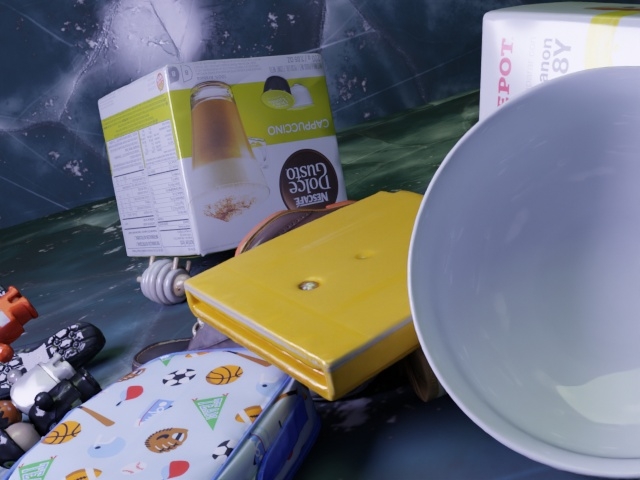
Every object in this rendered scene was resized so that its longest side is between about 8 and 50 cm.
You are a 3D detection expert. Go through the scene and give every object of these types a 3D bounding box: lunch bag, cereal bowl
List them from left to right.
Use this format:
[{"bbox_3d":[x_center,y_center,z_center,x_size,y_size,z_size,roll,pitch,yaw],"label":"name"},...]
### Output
[{"bbox_3d":[-0.137,0.213,0.768,0.243,0.114,0.303,-4,20,22],"label":"lunch bag"},{"bbox_3d":[0.254,0.031,0.692,0.339,0.338,0.141,-10,-18,23],"label":"cereal bowl"}]

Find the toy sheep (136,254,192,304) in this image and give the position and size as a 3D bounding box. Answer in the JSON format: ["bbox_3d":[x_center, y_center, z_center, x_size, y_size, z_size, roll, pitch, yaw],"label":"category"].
[{"bbox_3d":[-0.282,0.073,1.449,0.132,0.091,0.091,3,24,37],"label":"toy sheep"}]

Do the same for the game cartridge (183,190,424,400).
[{"bbox_3d":[0.053,0.037,0.888,0.324,0.052,0.285,-24,26,-29],"label":"game cartridge"}]

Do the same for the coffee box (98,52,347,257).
[{"bbox_3d":[-0.192,-0.156,1.557,0.338,0.334,0.338,-13,6,-34],"label":"coffee box"}]

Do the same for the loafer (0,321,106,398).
[{"bbox_3d":[-0.442,0.196,1.245,0.223,0.076,0.078,-24,-20,-2],"label":"loafer"}]

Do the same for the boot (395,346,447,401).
[{"bbox_3d":[0.179,0.088,0.904,0.204,0.095,0.262,-14,10,-3],"label":"boot"}]

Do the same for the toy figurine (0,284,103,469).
[{"bbox_3d":[-0.408,0.171,1.027,0.148,0.213,0.210,-43,22,-23],"label":"toy figurine"}]

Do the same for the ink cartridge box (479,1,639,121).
[{"bbox_3d":[0.356,-0.097,0.835,0.161,0.279,0.385,-16,24,-35],"label":"ink cartridge box"}]

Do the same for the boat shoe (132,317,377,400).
[{"bbox_3d":[-0.088,0.121,0.997,0.356,0.130,0.132,-9,17,25],"label":"boat shoe"}]

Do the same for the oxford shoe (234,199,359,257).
[{"bbox_3d":[0.000,0.000,1.144,0.271,0.096,0.098,-23,23,-36],"label":"oxford shoe"}]
